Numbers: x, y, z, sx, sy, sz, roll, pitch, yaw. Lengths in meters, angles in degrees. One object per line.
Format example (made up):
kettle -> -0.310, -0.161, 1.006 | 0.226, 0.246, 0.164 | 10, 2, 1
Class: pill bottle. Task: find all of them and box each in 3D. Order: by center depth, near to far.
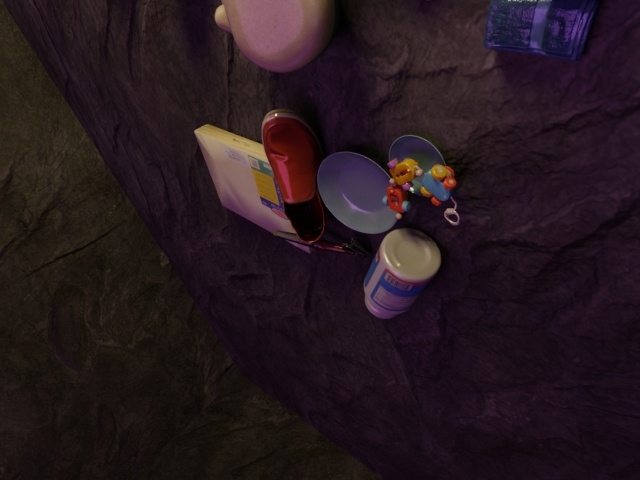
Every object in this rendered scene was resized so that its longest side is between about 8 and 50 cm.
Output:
pill bottle -> 0.162, 0.082, 0.916 | 0.124, 0.124, 0.222 | 41, 150, 16

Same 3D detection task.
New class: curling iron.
curling iron -> 0.000, 0.000, 1.071 | 0.273, 0.035, 0.068 | 12, 146, 27

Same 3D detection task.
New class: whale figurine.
whale figurine -> -0.080, -0.402, 0.657 | 0.216, 0.141, 0.272 | -24, 110, 39

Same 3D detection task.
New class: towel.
towel -> 0.251, -0.252, 0.499 | 0.119, 0.029, 0.067 | 30, 144, 33

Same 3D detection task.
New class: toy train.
toy train -> 0.175, -0.088, 0.738 | 0.166, 0.046, 0.125 | 20, 140, 47

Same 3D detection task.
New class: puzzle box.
puzzle box -> -0.175, -0.149, 1.193 | 0.408, 0.052, 0.272 | 28, 144, 35

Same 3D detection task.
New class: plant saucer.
plant saucer -> 0.174, -0.134, 0.752 | 0.119, 0.021, 0.119 | 35, 148, 26
plant saucer -> 0.083, -0.102, 0.882 | 0.194, 0.037, 0.195 | 24, 139, 23

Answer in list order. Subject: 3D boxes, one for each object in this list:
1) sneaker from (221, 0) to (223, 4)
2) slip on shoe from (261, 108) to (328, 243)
sneaker -> -0.150, -0.515, 0.713 | 0.118, 0.107, 0.279 | 49, 154, 42
slip on shoe -> -0.046, -0.129, 0.940 | 0.101, 0.122, 0.332 | -93, -7, -49
